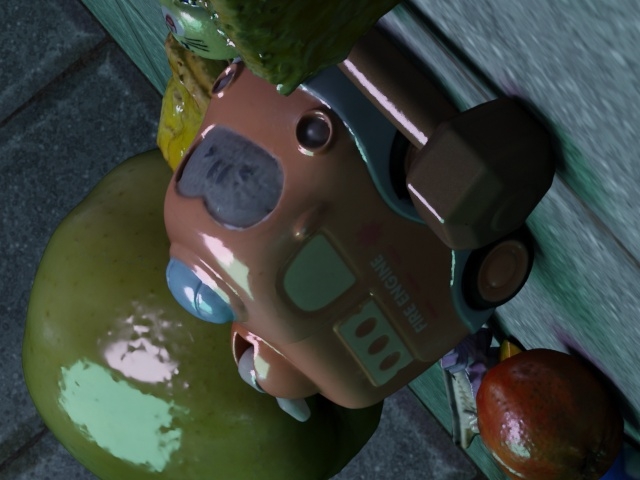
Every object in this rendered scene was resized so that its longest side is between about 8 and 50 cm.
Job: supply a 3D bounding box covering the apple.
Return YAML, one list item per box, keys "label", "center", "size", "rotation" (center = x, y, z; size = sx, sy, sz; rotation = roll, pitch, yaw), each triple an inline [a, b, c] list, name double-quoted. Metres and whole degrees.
- label: "apple"
  center: [-0.130, 0.116, 2.141]
  size: [0.474, 0.473, 0.473]
  rotation: [50, 175, 6]

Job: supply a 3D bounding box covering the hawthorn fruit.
- label: "hawthorn fruit"
  center: [0.186, 0.148, 1.408]
  size: [0.128, 0.128, 0.128]
  rotation: [50, 175, 6]

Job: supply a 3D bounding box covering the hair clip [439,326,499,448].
- label: "hair clip"
  center: [0.133, 0.113, 1.697]
  size: [0.292, 0.084, 0.106]
  rotation: [61, -154, -43]

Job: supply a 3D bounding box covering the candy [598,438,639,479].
- label: "candy"
  center: [0.274, 0.237, 1.505]
  size: [0.187, 0.077, 0.331]
  rotation: [61, 169, -30]

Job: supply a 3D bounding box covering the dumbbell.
- label: "dumbbell"
  center: [0.043, -0.095, 1.031]
  size: [0.231, 0.092, 0.082]
  rotation: [49, 148, 26]

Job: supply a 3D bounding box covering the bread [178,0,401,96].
- label: "bread"
  center: [-0.017, -0.164, 0.753]
  size: [0.102, 0.138, 0.196]
  rotation: [44, 172, 23]

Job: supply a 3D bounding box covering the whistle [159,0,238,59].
- label: "whistle"
  center: [-0.088, -0.214, 1.280]
  size: [0.105, 0.085, 0.227]
  rotation: [47, 162, 32]

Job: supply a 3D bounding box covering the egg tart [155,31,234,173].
- label: "egg tart"
  center: [-0.046, -0.072, 1.490]
  size: [0.288, 0.118, 0.288]
  rotation: [41, -169, -9]

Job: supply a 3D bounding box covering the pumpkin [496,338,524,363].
- label: "pumpkin"
  center: [0.201, 0.142, 1.666]
  size: [0.101, 0.035, 0.073]
  rotation: [49, 179, 4]

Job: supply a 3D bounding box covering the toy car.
- label: "toy car"
  center: [0.000, 0.000, 1.226]
  size: [0.180, 0.212, 0.270]
  rotation: [32, 163, 47]
